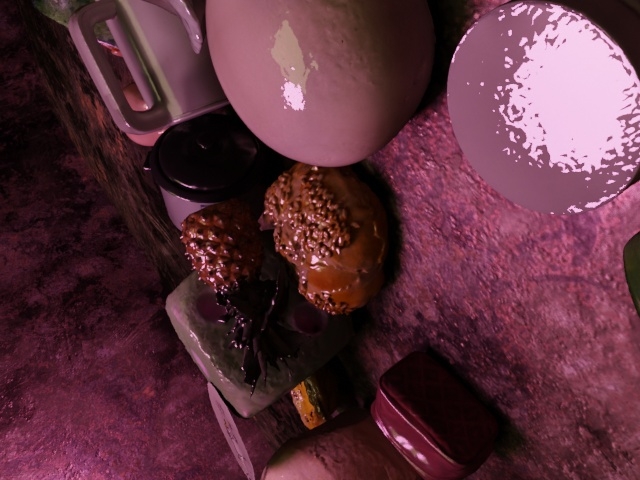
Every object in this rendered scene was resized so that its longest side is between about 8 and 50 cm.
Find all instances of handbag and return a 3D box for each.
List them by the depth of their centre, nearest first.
[{"bbox_3d":[0.199,0.322,0.960,0.225,0.146,0.135,42,146,28],"label":"handbag"}]

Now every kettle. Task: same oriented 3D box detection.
[{"bbox_3d":[-0.291,-0.379,0.974,0.265,0.205,0.318,-67,-41,-65],"label":"kettle"}]

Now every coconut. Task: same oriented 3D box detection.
[{"bbox_3d":[0.074,0.625,1.242,0.404,0.404,0.404,41,149,32],"label":"coconut"}]

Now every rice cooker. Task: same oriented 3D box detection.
[{"bbox_3d":[-0.231,-0.141,1.139,0.280,0.241,0.227,8,147,1],"label":"rice cooker"}]

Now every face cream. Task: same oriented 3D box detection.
[{"bbox_3d":[0.222,-0.131,0.441,0.177,0.153,0.177,44,151,32],"label":"face cream"}]

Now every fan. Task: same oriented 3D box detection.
[{"bbox_3d":[-0.171,0.503,1.190,0.233,0.012,0.415,-1,110,65],"label":"fan"}]

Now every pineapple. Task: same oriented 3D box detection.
[{"bbox_3d":[-0.132,0.103,0.997,0.364,0.165,0.165,65,154,4],"label":"pineapple"}]

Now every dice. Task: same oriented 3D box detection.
[{"bbox_3d":[-0.135,0.184,1.206,0.322,0.330,0.318,55,158,8],"label":"dice"}]

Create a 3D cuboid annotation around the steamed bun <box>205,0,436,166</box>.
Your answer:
[{"bbox_3d":[-0.020,-0.247,0.687,0.324,0.206,0.324,42,149,34],"label":"steamed bun"}]

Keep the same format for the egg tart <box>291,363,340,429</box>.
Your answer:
[{"bbox_3d":[-0.018,0.402,1.472,0.291,0.107,0.291,53,155,39],"label":"egg tart"}]

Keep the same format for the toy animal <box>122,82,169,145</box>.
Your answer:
[{"bbox_3d":[-0.375,-0.315,1.230,0.154,0.250,0.166,-6,124,16],"label":"toy animal"}]

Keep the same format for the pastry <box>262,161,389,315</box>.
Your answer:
[{"bbox_3d":[0.000,0.000,0.962,0.255,0.162,0.311,34,146,37],"label":"pastry"}]

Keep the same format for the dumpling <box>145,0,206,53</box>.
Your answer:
[{"bbox_3d":[-0.223,-0.462,0.790,0.212,0.320,0.270,23,173,-20],"label":"dumpling"}]

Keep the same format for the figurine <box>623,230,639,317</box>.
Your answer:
[{"bbox_3d":[0.375,0.044,0.397,0.234,0.127,0.185,-21,104,54],"label":"figurine"}]

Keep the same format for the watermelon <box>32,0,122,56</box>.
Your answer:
[{"bbox_3d":[-0.416,-0.549,1.188,0.283,0.292,0.250,37,113,-8],"label":"watermelon"}]
